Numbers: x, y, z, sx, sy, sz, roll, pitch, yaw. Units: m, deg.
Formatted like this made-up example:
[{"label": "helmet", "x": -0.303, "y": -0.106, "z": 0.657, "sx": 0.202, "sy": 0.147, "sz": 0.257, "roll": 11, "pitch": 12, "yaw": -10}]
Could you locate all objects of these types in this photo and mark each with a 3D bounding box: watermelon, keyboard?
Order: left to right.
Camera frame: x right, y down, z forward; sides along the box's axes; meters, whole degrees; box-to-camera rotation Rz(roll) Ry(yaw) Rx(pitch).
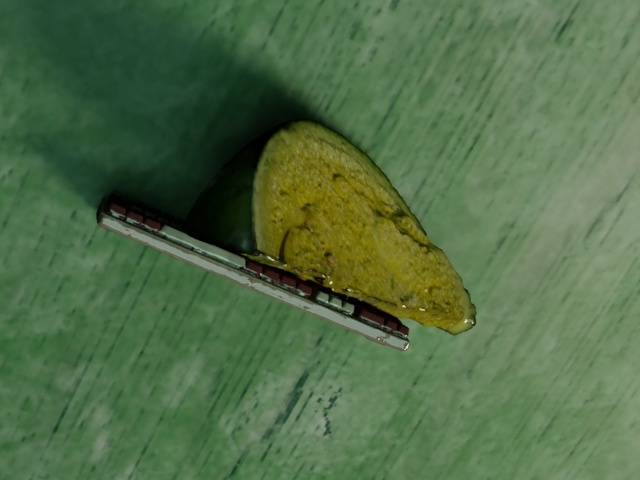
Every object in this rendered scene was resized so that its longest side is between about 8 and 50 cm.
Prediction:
[{"label": "keyboard", "x": -0.033, "y": 0.015, "z": 0.617, "sx": 0.165, "sy": 0.055, "sz": 0.017, "roll": 23, "pitch": 91, "yaw": -12}, {"label": "watermelon", "x": -0.009, "y": 0.001, "z": 0.594, "sx": 0.075, "sy": 0.092, "sz": 0.181, "roll": -29, "pitch": 154, "yaw": 27}]
